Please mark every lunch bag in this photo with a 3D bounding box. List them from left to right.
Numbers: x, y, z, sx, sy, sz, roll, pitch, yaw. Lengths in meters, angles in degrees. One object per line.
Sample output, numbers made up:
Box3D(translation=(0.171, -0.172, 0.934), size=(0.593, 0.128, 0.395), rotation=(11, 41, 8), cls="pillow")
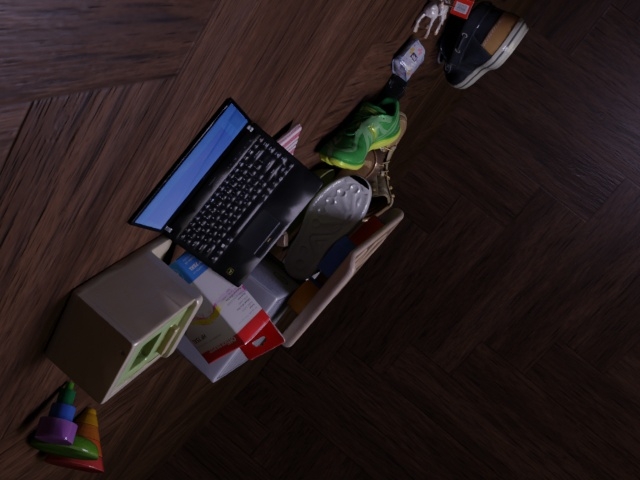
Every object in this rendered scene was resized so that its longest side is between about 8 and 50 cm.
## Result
Box3D(translation=(0.203, -0.417, 1.895), size=(0.071, 0.053, 0.083), rotation=(-51, 164, -10), cls="lunch bag")

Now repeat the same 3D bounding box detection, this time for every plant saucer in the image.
Box3D(translation=(-0.055, -0.089, 2.014), size=(0.241, 0.037, 0.241), rotation=(-50, 173, -9), cls="plant saucer")

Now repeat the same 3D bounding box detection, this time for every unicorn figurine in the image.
Box3D(translation=(0.251, -0.499, 1.801), size=(0.111, 0.060, 0.162), rotation=(-63, -178, 35), cls="unicorn figurine")

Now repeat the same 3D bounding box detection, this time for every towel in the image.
Box3D(translation=(-0.107, -0.128, 1.563), size=(0.144, 0.029, 0.197), rotation=(-46, 169, -34), cls="towel")

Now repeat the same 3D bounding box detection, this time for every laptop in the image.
Box3D(translation=(-0.134, -0.062, 1.282), size=(0.234, 0.264, 0.136), rotation=(-50, -151, 1), cls="laptop")

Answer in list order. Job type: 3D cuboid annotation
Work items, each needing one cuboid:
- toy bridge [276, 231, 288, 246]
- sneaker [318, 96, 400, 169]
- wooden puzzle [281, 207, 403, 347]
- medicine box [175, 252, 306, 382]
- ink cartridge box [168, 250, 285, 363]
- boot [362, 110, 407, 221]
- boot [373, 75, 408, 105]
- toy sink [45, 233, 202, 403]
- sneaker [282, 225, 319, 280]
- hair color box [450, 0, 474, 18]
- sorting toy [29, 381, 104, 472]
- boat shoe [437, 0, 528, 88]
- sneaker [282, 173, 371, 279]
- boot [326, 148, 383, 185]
Box3D(translation=(-0.135, -0.004, 1.855), size=(0.188, 0.026, 0.063), rotation=(-17, 112, -53), cls="toy bridge")
Box3D(translation=(0.091, -0.256, 1.911), size=(0.295, 0.109, 0.124), rotation=(-41, 145, -45), cls="sneaker")
Box3D(translation=(0.040, 0.073, 2.023), size=(0.322, 0.080, 0.348), rotation=(-51, 176, 34), cls="wooden puzzle")
Box3D(translation=(-0.195, 0.177, 2.034), size=(0.264, 0.149, 0.289), rotation=(-53, 173, 11), cls="medicine box")
Box3D(translation=(-0.184, 0.126, 1.436), size=(0.134, 0.231, 0.078), rotation=(-34, -173, 48), cls="ink cartridge box")
Box3D(translation=(0.161, -0.196, 2.189), size=(0.262, 0.095, 0.204), rotation=(-51, -145, 34), cls="boot")
Box3D(translation=(0.187, -0.371, 2.051), size=(0.121, 0.045, 0.099), rotation=(-47, 173, 32), cls="boot")
Box3D(translation=(-0.285, 0.119, 1.289), size=(0.153, 0.131, 0.234), rotation=(-55, 172, 34), cls="toy sink")
Box3D(translation=(0.000, 0.000, 2.442), size=(0.126, 0.127, 0.321), rotation=(-42, 167, -42), cls="sneaker")
Box3D(translation=(0.334, -0.569, 1.817), size=(0.072, 0.043, 0.141), rotation=(103, 9, -74), cls="hair color box")
Box3D(translation=(-0.469, 0.351, 1.573), size=(0.366, 0.126, 0.126), rotation=(108, -7, -63), cls="sorting toy")
Box3D(translation=(0.406, -0.528, 2.209), size=(0.187, 0.156, 0.500), rotation=(-56, -176, 1), cls="boat shoe")
Box3D(translation=(0.030, -0.051, 2.117), size=(0.323, 0.130, 0.236), rotation=(-55, 178, 18), cls="sneaker")
Box3D(translation=(0.035, -0.146, 2.167), size=(0.115, 0.112, 0.305), rotation=(-3, 147, -37), cls="boot")
